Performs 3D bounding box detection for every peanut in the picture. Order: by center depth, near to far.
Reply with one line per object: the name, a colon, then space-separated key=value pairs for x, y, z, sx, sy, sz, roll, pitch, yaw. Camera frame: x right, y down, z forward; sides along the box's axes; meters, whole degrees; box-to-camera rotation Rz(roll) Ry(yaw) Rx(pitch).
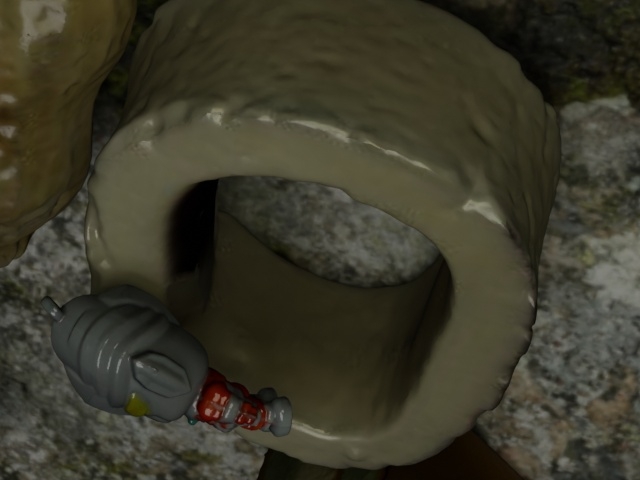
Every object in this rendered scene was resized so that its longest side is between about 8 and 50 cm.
peanut: x=-0.204 y=-0.096 z=1.268 sx=0.130 sy=0.130 sz=0.290 roll=20 pitch=128 yaw=-1

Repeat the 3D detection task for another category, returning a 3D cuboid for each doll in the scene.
doll: x=-0.098 y=0.082 z=1.202 sx=0.180 sy=0.094 sz=0.079 roll=26 pitch=88 yaw=-19

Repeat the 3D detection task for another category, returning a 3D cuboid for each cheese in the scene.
cheese: x=-0.002 y=-0.002 z=1.249 sx=0.292 sy=0.153 sz=0.332 roll=13 pitch=136 yaw=3

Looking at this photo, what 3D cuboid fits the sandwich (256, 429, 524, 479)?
sandwich: x=0.057 y=0.249 z=1.396 sx=0.155 sy=0.227 sz=0.198 roll=-32 pitch=113 yaw=32
